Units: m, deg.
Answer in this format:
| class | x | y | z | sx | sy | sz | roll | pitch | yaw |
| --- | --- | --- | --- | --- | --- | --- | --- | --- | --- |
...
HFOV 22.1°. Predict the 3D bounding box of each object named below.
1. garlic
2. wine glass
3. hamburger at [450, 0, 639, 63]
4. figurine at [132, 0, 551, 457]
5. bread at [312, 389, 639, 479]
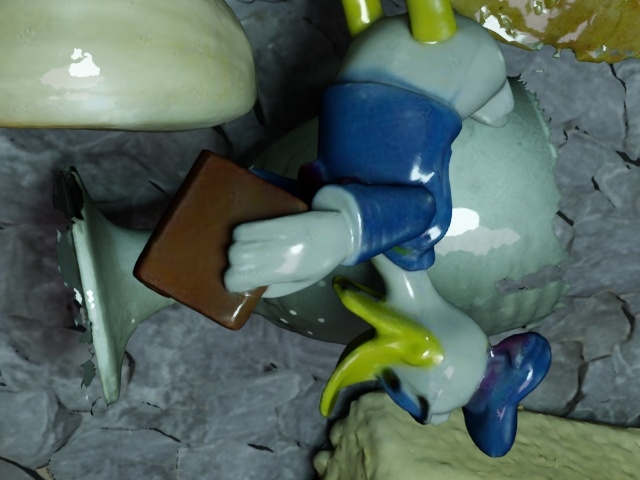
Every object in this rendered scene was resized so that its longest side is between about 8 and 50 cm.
| class | x | y | z | sx | sy | sz | roll | pitch | yaw |
| --- | --- | --- | --- | --- | --- | --- | --- | --- | --- |
| garlic | -0.147 | -0.122 | 1.057 | 0.245 | 0.145 | 0.164 | 3 | 152 | -19 |
| wine glass | -0.002 | -0.002 | 1.121 | 0.357 | 0.190 | 0.190 | -11 | 123 | -11 |
| hamburger | 0.209 | -0.234 | 1.071 | 0.309 | 0.132 | 0.211 | 7 | 121 | -18 |
| figurine | 0.037 | -0.010 | 0.946 | 0.283 | 0.204 | 0.338 | -35 | 106 | -33 |
| bread | 0.159 | 0.351 | 1.337 | 0.390 | 0.279 | 0.371 | 14 | 114 | -21 |
